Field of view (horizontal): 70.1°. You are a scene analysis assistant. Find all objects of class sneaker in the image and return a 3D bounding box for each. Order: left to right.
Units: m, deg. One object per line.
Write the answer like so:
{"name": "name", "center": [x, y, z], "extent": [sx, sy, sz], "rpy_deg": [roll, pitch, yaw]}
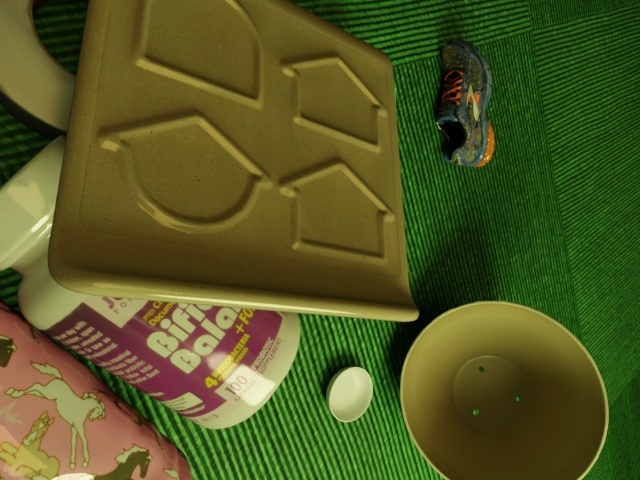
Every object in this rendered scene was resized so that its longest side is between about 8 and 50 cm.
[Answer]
{"name": "sneaker", "center": [0.241, -0.232, 0.784], "extent": [0.087, 0.083, 0.221], "rpy_deg": [-15, 98, -25]}

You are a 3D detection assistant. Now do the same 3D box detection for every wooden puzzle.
{"name": "wooden puzzle", "center": [-0.056, -0.097, 0.435], "extent": [0.322, 0.081, 0.347], "rpy_deg": [11, 64, -35]}

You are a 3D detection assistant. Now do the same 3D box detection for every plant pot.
{"name": "plant pot", "center": [0.288, 0.253, 0.754], "extent": [0.283, 0.284, 0.191], "rpy_deg": [-71, 158, -10]}

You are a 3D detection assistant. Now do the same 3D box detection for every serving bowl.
{"name": "serving bowl", "center": [0.040, 0.232, 0.700], "extent": [0.084, 0.027, 0.083], "rpy_deg": [-2, 94, -35]}

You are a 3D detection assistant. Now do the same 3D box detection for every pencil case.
{"name": "pencil case", "center": [-0.282, 0.170, 0.397], "extent": [0.167, 0.160, 0.386], "rpy_deg": [-45, 117, -15]}

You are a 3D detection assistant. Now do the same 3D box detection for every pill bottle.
{"name": "pill bottle", "center": [-0.173, 0.047, 0.457], "extent": [0.301, 0.169, 0.169], "rpy_deg": [45, 68, -28]}

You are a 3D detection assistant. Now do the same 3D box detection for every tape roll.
{"name": "tape roll", "center": [-0.230, -0.207, 0.464], "extent": [0.219, 0.072, 0.218], "rpy_deg": [-2, 93, -34]}

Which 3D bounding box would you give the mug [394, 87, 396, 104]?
{"name": "mug", "center": [0.012, -0.186, 0.615], "extent": [0.158, 0.097, 0.129], "rpy_deg": [-13, 101, -33]}
